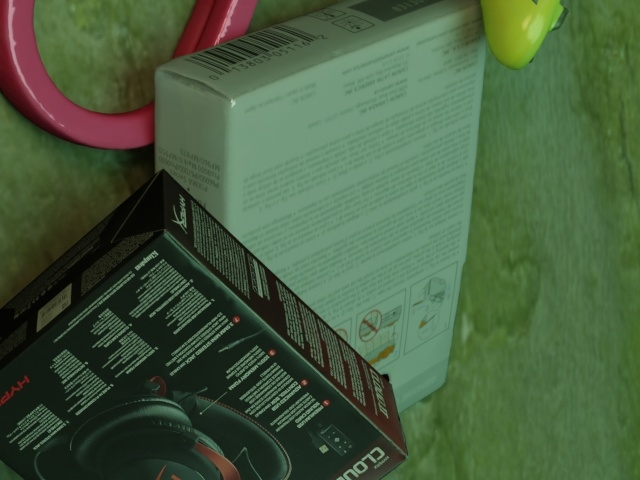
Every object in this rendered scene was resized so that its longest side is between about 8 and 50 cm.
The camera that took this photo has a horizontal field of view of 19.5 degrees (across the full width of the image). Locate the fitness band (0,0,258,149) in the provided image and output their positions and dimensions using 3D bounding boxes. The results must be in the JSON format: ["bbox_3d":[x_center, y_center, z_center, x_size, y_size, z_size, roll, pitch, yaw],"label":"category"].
[{"bbox_3d":[-0.140,-0.210,1.407,0.209,0.054,0.291,25,83,-39],"label":"fitness band"}]

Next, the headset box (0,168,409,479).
[{"bbox_3d":[-0.093,0.128,1.384,0.218,0.110,0.293,-40,113,15],"label":"headset box"}]

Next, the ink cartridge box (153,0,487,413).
[{"bbox_3d":[0.000,0.000,1.542,0.308,0.091,0.385,-26,131,-42],"label":"ink cartridge box"}]

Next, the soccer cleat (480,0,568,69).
[{"bbox_3d":[0.148,-0.270,1.515,0.121,0.093,0.289,16,64,-18],"label":"soccer cleat"}]
